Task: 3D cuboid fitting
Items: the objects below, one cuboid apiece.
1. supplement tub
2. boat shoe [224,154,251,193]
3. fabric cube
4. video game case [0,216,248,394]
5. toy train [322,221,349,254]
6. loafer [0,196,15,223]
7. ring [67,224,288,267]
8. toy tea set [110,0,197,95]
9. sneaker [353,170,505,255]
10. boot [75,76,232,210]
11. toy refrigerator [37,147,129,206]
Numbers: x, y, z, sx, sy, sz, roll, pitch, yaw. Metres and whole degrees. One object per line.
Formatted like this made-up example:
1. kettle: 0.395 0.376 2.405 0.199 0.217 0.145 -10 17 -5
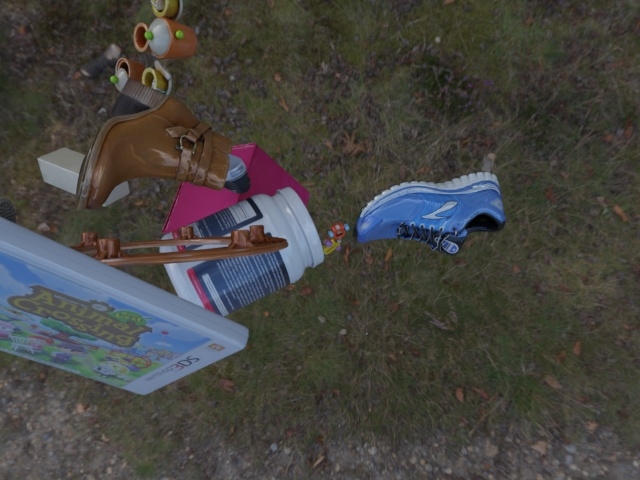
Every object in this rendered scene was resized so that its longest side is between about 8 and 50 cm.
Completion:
1. supplement tub: -0.150 0.025 0.929 0.272 0.191 0.191 -25 77 -11
2. boat shoe: -0.218 -0.159 1.066 0.080 0.076 0.228 -39 38 -19
3. fabric cube: -0.224 -0.080 1.320 0.254 0.258 0.259 1 66 34
4. video game case: -0.204 0.077 0.419 0.193 0.212 0.023 -31 39 37
5. toy train: 0.000 0.000 1.325 0.166 0.125 0.046 -25 61 -3
6. loafer: -0.990 -0.011 1.422 0.092 0.102 0.268 22 105 4
7. ring: -0.209 0.002 0.613 0.337 0.336 0.032 -3 94 5
8. toy tea set: -0.456 -0.490 1.239 0.336 0.124 0.200 -40 74 37
9. sneaker: 0.231 -0.041 0.984 0.330 0.130 0.147 -12 65 -4
10. boot: -0.274 -0.130 0.824 0.220 0.109 0.283 29 45 -26
11. toy refrigerator: -0.739 -0.198 1.494 0.269 0.094 0.102 20 38 20
